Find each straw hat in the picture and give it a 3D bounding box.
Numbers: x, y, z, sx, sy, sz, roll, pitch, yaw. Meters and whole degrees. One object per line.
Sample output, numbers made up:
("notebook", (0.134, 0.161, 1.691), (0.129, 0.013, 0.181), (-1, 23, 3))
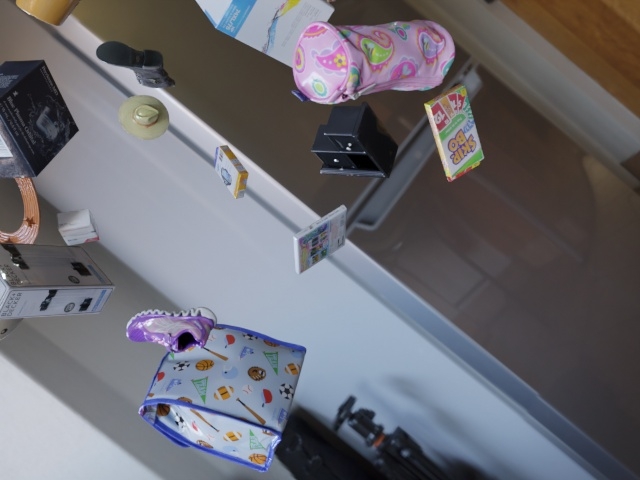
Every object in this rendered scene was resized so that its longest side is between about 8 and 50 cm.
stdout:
("straw hat", (-0.498, -0.359, 1.898), (0.144, 0.144, 0.061), (-52, 14, -21))

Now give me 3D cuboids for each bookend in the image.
("bookend", (0.042, -0.188, 1.253), (0.157, 0.156, 0.072), (42, -119, -53))

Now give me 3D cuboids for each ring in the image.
("ring", (-0.916, -0.123, 1.881), (0.337, 0.336, 0.032), (-49, -9, 34))

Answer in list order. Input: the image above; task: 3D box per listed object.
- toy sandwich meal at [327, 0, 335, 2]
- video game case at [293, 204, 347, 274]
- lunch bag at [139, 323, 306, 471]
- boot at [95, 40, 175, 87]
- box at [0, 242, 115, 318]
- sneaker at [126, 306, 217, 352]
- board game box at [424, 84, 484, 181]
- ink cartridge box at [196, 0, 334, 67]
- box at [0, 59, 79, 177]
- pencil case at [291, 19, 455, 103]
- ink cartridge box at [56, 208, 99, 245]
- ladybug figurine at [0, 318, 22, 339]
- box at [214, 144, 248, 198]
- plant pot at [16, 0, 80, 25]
("toy sandwich meal", (0.017, -0.632, 1.651), (0.029, 0.086, 0.085), (-25, 1, -4))
("video game case", (0.000, 0.000, 1.556), (0.143, 0.019, 0.157), (-32, -27, -19))
("lunch bag", (-0.272, 0.419, 1.871), (0.328, 0.385, 0.239), (-74, 3, -53))
("boot", (-0.679, -0.631, 2.462), (0.229, 0.262, 0.091), (123, 157, -78))
("box", (-0.642, 0.090, 1.528), (0.087, 0.169, 0.290), (-56, -27, 16))
("sneaker", (-0.382, 0.235, 1.682), (0.095, 0.236, 0.105), (76, -169, -47))
("board game box", (0.390, -0.302, 1.914), (0.124, 0.260, 0.039), (-31, 32, -13))
("ink cartridge box", (-0.146, -0.624, 1.754), (0.197, 0.270, 0.198), (-54, 43, 22))
("box", (-0.544, -0.221, 1.207), (0.158, 0.093, 0.156), (-70, -26, -44))
("pencil case", (0.086, -0.276, 1.024), (0.284, 0.124, 0.124), (-20, -20, -44))
("ink cartridge box", (-0.736, -0.041, 2.026), (0.099, 0.056, 0.135), (-10, -19, -13))
("ladybug figurine", (-0.974, 0.154, 1.972), (0.305, 0.162, 0.449), (-18, 33, -4))
("box", (-0.231, -0.181, 1.699), (0.028, 0.136, 0.081), (-14, -38, -31))
("plant pot", (-0.745, -0.711, 1.846), (0.188, 0.205, 0.205), (-58, 0, 16))
